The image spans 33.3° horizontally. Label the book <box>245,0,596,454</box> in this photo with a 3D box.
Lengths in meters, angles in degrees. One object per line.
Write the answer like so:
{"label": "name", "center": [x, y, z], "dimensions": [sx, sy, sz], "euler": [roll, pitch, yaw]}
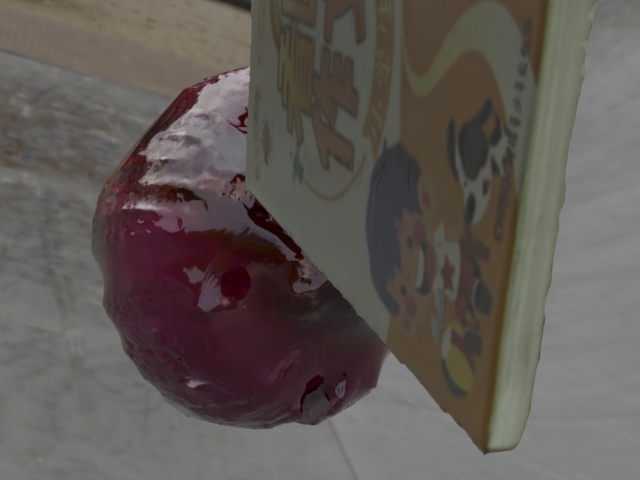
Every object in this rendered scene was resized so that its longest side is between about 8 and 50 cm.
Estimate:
{"label": "book", "center": [0.020, -0.076, 0.444], "dimensions": [0.020, 0.207, 0.295], "euler": [-3, 20, -20]}

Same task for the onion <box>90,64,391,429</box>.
{"label": "onion", "center": [0.000, 0.000, 1.065], "dimensions": [0.398, 0.398, 0.420], "euler": [7, -8, -41]}
